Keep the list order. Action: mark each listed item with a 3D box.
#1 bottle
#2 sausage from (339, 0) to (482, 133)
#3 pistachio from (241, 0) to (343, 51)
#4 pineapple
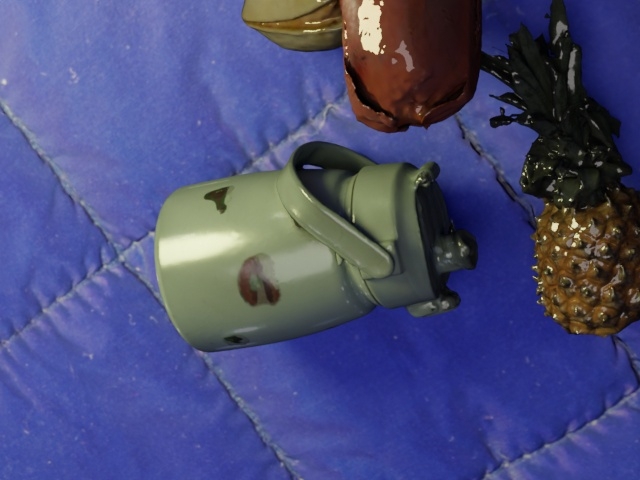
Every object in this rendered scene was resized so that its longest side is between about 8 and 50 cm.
[{"bbox_3d":[0.000,0.000,1.608,0.352,0.229,0.229,-11,107,23],"label":"bottle"},{"bbox_3d":[0.090,-0.250,1.421,0.152,0.152,0.279,-2,88,20],"label":"sausage"},{"bbox_3d":[-0.015,-0.266,1.545,0.124,0.185,0.124,-5,102,-24],"label":"pistachio"},{"bbox_3d":[0.276,-0.082,1.506,0.166,0.165,0.364,-13,104,24],"label":"pineapple"}]
